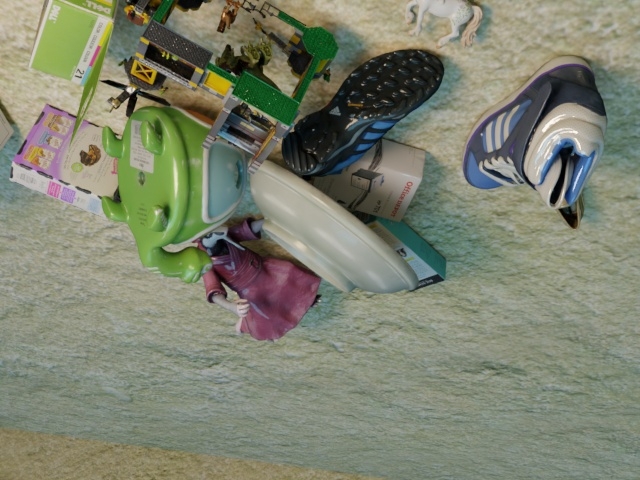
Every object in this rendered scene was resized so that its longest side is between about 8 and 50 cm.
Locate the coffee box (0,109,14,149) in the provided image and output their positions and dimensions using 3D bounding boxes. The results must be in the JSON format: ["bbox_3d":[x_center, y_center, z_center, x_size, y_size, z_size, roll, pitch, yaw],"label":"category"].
[{"bbox_3d":[-0.848,-0.223,1.227,0.338,0.334,0.338,3,140,14],"label":"coffee box"}]

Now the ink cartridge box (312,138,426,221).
[{"bbox_3d":[0.089,-0.128,1.308,0.191,0.082,0.139,17,141,-3],"label":"ink cartridge box"}]

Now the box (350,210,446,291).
[{"bbox_3d":[0.166,0.017,1.490,0.100,0.060,0.244,-24,130,38],"label":"box"}]

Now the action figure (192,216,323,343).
[{"bbox_3d":[-0.175,0.059,1.568,0.370,0.248,0.276,43,159,-29],"label":"action figure"}]

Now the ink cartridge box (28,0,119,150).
[{"bbox_3d":[-0.387,-0.300,1.043,0.097,0.255,0.189,16,153,-27],"label":"ink cartridge box"}]

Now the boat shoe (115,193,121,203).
[{"bbox_3d":[-0.381,-0.088,1.487,0.224,0.080,0.073,13,148,6],"label":"boat shoe"}]

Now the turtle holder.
[{"bbox_3d":[-0.254,-0.090,1.271,0.227,0.320,0.243,-8,169,-42],"label":"turtle holder"}]

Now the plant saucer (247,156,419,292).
[{"bbox_3d":[0.000,0.000,1.299,0.400,0.100,0.400,36,174,5],"label":"plant saucer"}]

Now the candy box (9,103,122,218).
[{"bbox_3d":[-0.487,-0.158,1.354,0.196,0.164,0.070,23,142,-14],"label":"candy box"}]

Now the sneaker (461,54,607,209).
[{"bbox_3d":[0.335,-0.126,1.116,0.130,0.236,0.323,22,141,-13],"label":"sneaker"}]

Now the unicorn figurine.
[{"bbox_3d":[0.173,-0.353,1.025,0.162,0.060,0.111,6,145,-19],"label":"unicorn figurine"}]

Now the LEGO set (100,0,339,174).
[{"bbox_3d":[-0.154,-0.261,1.065,0.331,0.255,0.192,21,152,-17],"label":"LEGO set"}]

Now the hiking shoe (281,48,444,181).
[{"bbox_3d":[0.072,-0.215,1.155,0.304,0.113,0.132,-31,168,9],"label":"hiking shoe"}]

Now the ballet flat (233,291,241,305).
[{"bbox_3d":[-0.203,0.143,1.764,0.052,0.057,0.168,17,134,10],"label":"ballet flat"}]

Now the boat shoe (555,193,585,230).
[{"bbox_3d":[0.453,-0.091,1.265,0.068,0.072,0.190,-18,134,33],"label":"boat shoe"}]
